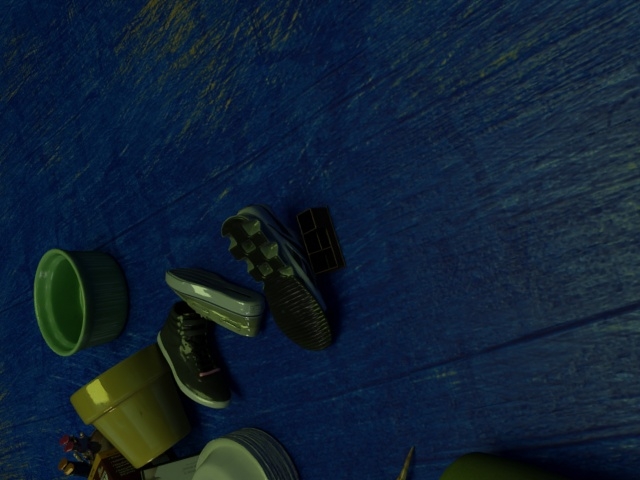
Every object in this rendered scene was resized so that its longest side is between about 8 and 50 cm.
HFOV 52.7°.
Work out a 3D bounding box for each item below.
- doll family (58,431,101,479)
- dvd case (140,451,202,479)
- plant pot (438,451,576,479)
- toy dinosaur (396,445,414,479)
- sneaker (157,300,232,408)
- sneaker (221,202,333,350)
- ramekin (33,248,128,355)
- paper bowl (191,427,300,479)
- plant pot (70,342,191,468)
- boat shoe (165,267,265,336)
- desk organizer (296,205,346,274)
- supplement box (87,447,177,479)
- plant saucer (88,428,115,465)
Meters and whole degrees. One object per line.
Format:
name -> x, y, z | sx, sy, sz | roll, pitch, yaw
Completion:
doll family -> -0.652, 0.668, 1.826 | 0.118, 0.163, 0.263 | -49, 56, -4
dvd case -> -0.321, 0.655, 1.564 | 0.022, 0.180, 0.253 | 140, 117, -73
plant pot -> 0.306, 0.441, 0.935 | 0.293, 0.275, 0.274 | 28, 112, 54
toy dinosaur -> 0.120, 0.490, 1.215 | 0.211, 0.064, 0.112 | -46, 63, 34
sneaker -> -0.294, 0.260, 1.541 | 0.296, 0.105, 0.147 | 44, 126, 36
sneaker -> -0.056, 0.065, 1.314 | 0.122, 0.146, 0.330 | -23, 103, 31
ramekin -> -0.687, 0.170, 1.862 | 0.303, 0.148, 0.303 | 4, 96, 42
paper bowl -> -0.182, 0.578, 1.441 | 0.284, 0.148, 0.284 | 4, 96, 41
plant pot -> -0.455, 0.424, 1.628 | 0.254, 0.254, 0.239 | -38, 85, 38
boat shoe -> -0.255, 0.140, 1.499 | 0.302, 0.109, 0.094 | 18, 108, 37
desk organizer -> 0.000, 0.000, 1.291 | 0.047, 0.050, 0.130 | -27, 76, 40
supplement box -> -0.465, 0.637, 1.671 | 0.194, 0.191, 0.129 | 44, 121, 32
plant saucer -> -0.629, 0.655, 1.927 | 0.199, 0.036, 0.198 | 5, 97, 43
